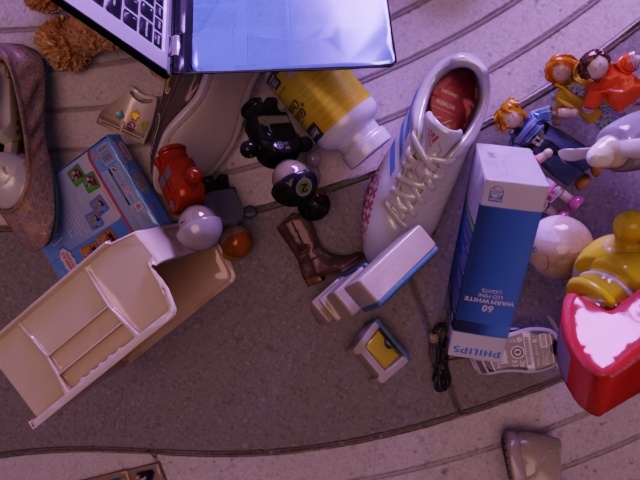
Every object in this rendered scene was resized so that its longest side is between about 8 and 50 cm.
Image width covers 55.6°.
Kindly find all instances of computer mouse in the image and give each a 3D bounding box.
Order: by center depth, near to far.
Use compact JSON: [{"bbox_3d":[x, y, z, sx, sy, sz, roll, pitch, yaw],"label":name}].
[{"bbox_3d":[0.261,0.169,0.911,0.193,0.042,0.105,-7,92,13],"label":"computer mouse"}]

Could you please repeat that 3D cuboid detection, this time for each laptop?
[{"bbox_3d":[-0.129,-0.407,0.683,0.237,0.408,0.381,-18,64,28],"label":"laptop"}]

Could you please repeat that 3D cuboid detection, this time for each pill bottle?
[{"bbox_3d":[0.014,-0.193,0.859,0.103,0.103,0.184,-40,91,9],"label":"pill bottle"}]

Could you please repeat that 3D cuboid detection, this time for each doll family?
[{"bbox_3d":[0.333,-0.157,0.839,0.163,0.118,0.263,36,118,-5],"label":"doll family"}]

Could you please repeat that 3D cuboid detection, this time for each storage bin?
[{"bbox_3d":[-0.269,0.093,0.848,0.260,0.262,0.123,-38,89,10],"label":"storage bin"}]

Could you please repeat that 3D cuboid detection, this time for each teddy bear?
[{"bbox_3d":[-0.275,-0.354,0.869,0.338,0.113,0.244,5,100,6],"label":"teddy bear"}]

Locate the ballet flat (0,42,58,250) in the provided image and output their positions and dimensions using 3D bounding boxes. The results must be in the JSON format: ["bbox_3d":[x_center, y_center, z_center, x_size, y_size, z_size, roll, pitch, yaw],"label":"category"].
[{"bbox_3d":[-0.460,-0.140,0.887,0.108,0.106,0.315,-12,81,26],"label":"ballet flat"}]

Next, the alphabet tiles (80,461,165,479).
[{"bbox_3d":[-0.301,0.554,1.037,0.285,0.011,0.342,-16,95,8],"label":"alphabet tiles"}]

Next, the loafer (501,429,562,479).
[{"bbox_3d":[0.340,0.410,0.900,0.092,0.102,0.268,-14,95,14],"label":"loafer"}]

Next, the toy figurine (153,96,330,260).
[{"bbox_3d":[-0.095,-0.068,0.830,0.213,0.209,0.148,-26,74,5],"label":"toy figurine"}]

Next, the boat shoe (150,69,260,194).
[{"bbox_3d":[-0.170,-0.213,0.870,0.096,0.117,0.324,49,122,32],"label":"boat shoe"}]

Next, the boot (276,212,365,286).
[{"bbox_3d":[0.000,0.000,0.922,0.107,0.037,0.114,-25,89,7],"label":"boot"}]

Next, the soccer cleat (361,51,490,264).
[{"bbox_3d":[0.137,-0.102,0.837,0.116,0.143,0.331,21,99,3],"label":"soccer cleat"}]

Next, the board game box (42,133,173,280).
[{"bbox_3d":[-0.352,-0.041,0.933,0.212,0.039,0.160,-29,93,20],"label":"board game box"}]

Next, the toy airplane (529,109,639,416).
[{"bbox_3d":[0.400,0.017,0.754,0.273,0.384,0.385,19,90,34],"label":"toy airplane"}]

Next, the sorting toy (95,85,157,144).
[{"bbox_3d":[-0.285,-0.194,0.926,0.083,0.045,0.075,25,92,3],"label":"sorting toy"}]

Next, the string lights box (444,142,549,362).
[{"bbox_3d":[0.223,0.017,0.807,0.077,0.133,0.259,7,119,5],"label":"string lights box"}]

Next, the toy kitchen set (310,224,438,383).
[{"bbox_3d":[0.104,0.101,0.851,0.122,0.207,0.166,-41,92,-25],"label":"toy kitchen set"}]
